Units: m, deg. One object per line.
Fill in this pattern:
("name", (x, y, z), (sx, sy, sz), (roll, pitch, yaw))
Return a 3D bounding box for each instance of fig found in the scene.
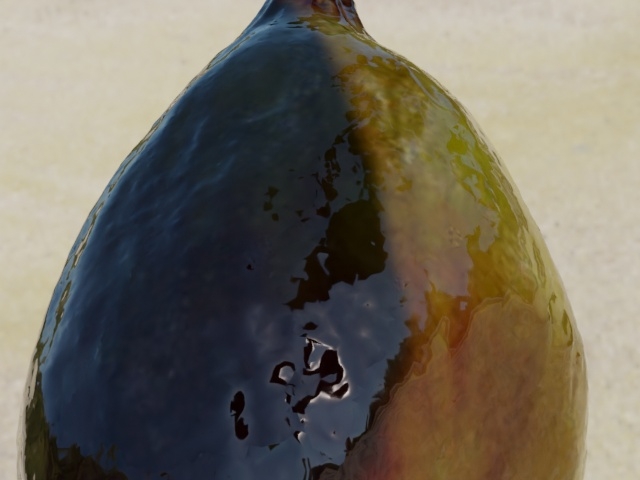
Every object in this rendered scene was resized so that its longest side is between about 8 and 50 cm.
("fig", (0.002, 0.000, 0.489), (0.145, 0.274, 0.170), (-14, -27, 40))
